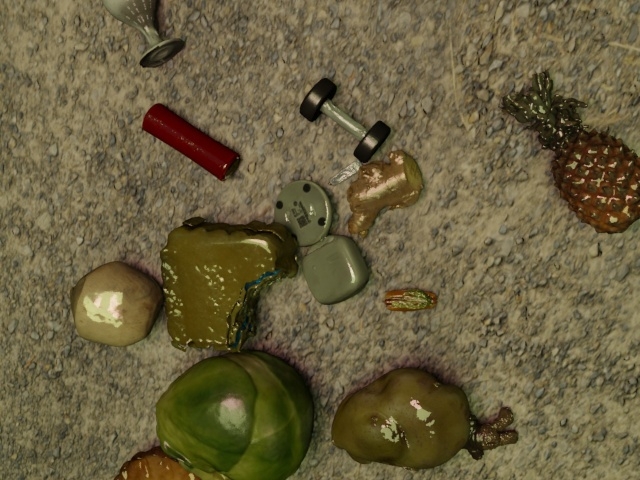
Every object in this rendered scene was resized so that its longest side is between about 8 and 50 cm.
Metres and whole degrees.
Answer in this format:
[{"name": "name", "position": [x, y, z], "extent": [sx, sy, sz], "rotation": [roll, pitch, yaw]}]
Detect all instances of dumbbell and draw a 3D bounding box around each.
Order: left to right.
[{"name": "dumbbell", "position": [0.055, -0.264, 1.244], "extent": [0.191, 0.100, 0.100], "rotation": [39, 105, 2]}]

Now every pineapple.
[{"name": "pineapple", "position": [0.514, -0.180, 1.145], "extent": [0.175, 0.175, 0.361], "rotation": [-45, 80, 15]}]

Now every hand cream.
[{"name": "hand cream", "position": [0.058, -0.154, 1.306], "extent": [0.093, 0.019, 0.030], "rotation": [-32, 94, 13]}]

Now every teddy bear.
[{"name": "teddy bear", "position": [0.381, 0.460, 1.321], "extent": [0.160, 0.078, 0.119], "rotation": [-15, 101, 13]}]

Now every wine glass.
[{"name": "wine glass", "position": [-0.418, -0.527, 1.280], "extent": [0.126, 0.126, 0.241], "rotation": [-29, 97, 15]}]

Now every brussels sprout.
[{"name": "brussels sprout", "position": [-0.198, 0.405, 1.338], "extent": [0.371, 0.276, 0.315], "rotation": [11, 115, 16]}]

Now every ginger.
[{"name": "ginger", "position": [0.128, -0.109, 1.274], "extent": [0.213, 0.074, 0.137], "rotation": [-35, 92, 21]}]

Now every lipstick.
[{"name": "lipstick", "position": [-0.306, -0.232, 1.334], "extent": [0.241, 0.080, 0.080], "rotation": [34, 105, 5]}]

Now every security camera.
[{"name": "security camera", "position": [0.000, 0.000, 1.318], "extent": [0.157, 0.080, 0.301], "rotation": [-30, 82, 30]}]

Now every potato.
[{"name": "potato", "position": [0.175, 0.417, 1.301], "extent": [0.351, 0.202, 0.218], "rotation": [-30, 105, 28]}]

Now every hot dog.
[{"name": "hot dog", "position": [0.210, 0.140, 1.315], "extent": [0.133, 0.041, 0.056], "rotation": [-3, 100, 12]}]

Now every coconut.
[{"name": "coconut", "position": [-0.509, 0.152, 1.386], "extent": [0.224, 0.224, 0.224], "rotation": [2, 101, 11]}]

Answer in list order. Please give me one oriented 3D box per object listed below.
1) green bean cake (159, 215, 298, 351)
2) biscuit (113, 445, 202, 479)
[{"name": "green bean cake", "position": [-0.194, 0.102, 1.304], "extent": [0.285, 0.202, 0.310], "rotation": [7, 104, 13]}, {"name": "biscuit", "position": [-0.403, 0.694, 1.510], "extent": [0.325, 0.107, 0.326], "rotation": [3, 104, 11]}]
